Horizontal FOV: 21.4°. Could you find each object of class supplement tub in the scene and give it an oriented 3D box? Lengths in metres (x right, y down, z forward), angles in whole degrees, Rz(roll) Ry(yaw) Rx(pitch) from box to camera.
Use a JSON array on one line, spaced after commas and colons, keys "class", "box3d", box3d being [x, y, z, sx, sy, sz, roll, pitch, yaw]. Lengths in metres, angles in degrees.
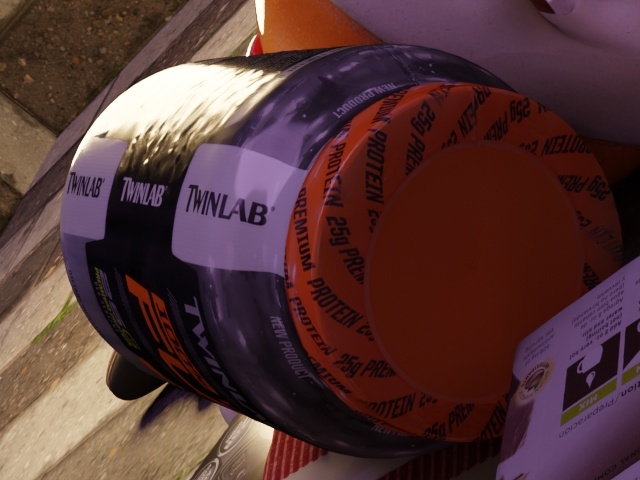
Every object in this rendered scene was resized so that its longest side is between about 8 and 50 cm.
[{"class": "supplement tub", "box3d": [0.000, 0.000, 0.911, 0.207, 0.207, 0.338, -55, 21, -12]}]

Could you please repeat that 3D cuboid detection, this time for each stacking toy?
[{"class": "stacking toy", "box3d": [0.033, -0.029, 1.258, 0.480, 0.350, 0.350, -60, 10, 29]}]

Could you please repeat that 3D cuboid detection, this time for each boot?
[{"class": "boot", "box3d": [-0.158, 0.129, 1.750, 0.198, 0.077, 0.137, -45, 22, 26]}]

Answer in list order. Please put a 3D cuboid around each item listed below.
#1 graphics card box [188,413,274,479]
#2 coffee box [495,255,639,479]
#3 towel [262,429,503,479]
[{"class": "graphics card box", "box3d": [-0.024, 0.230, 1.106, 0.233, 0.094, 0.371, -54, 15, -13]}, {"class": "coffee box", "box3d": [0.155, 0.155, 0.644, 0.119, 0.168, 0.297, -40, 19, 34]}, {"class": "towel", "box3d": [0.046, 0.136, 0.926, 0.237, 0.037, 0.329, -34, 26, 30]}]
